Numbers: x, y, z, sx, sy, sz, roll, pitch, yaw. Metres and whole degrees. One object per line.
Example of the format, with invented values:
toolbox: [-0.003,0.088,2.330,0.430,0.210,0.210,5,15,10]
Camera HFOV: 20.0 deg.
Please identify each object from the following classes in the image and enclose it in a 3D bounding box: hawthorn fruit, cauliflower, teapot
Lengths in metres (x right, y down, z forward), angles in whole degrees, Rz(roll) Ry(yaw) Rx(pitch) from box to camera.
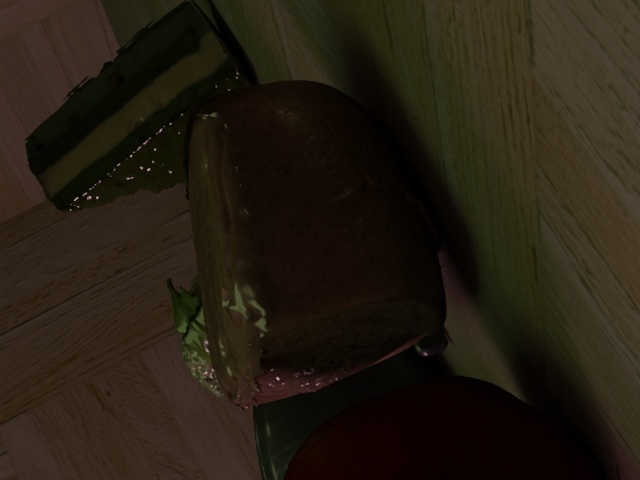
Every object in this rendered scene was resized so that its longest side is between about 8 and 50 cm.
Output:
hawthorn fruit: [0.094,0.237,1.375,0.295,0.295,0.311,58,172,32]
cauliflower: [-0.071,0.120,2.590,0.315,0.256,0.239,33,174,-10]
teapot: [0.012,0.135,1.861,0.305,0.223,0.285,74,174,-73]

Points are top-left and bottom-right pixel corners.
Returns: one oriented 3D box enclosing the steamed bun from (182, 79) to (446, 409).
steamed bun: [0.000,0.000,1.500,0.301,0.199,0.251,113,147,-71]

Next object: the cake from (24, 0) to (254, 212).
cake: [-0.199,-0.126,2.209,0.172,0.284,0.158,44,-169,-51]
